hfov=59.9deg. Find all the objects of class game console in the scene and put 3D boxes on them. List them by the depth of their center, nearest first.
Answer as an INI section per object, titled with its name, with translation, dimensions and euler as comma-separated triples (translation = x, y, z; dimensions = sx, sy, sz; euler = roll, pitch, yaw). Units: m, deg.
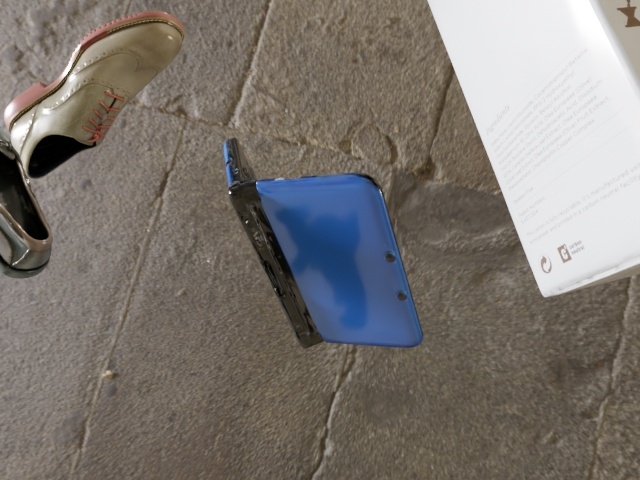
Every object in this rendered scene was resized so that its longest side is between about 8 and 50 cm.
[game console]
translation = 0.000, 0.000, 0.777
dimensions = 0.173, 0.250, 0.293
euler = -20, 125, 0

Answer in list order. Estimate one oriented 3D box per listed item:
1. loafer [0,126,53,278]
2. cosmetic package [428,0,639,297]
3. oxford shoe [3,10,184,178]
[loafer]
translation = -0.410, -0.085, 0.705
dimensions = 0.084, 0.096, 0.267
euler = -34, 84, 38
[cosmetic package]
translation = 0.215, -0.163, 0.416
dimensions = 0.197, 0.155, 0.365
euler = -12, 74, -16
[oxford shoe]
translation = -0.337, -0.213, 0.858
dimensions = 0.348, 0.123, 0.130
euler = -29, 69, 22
